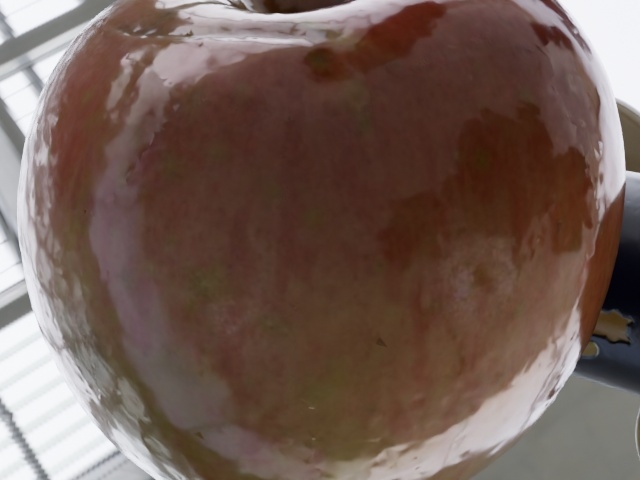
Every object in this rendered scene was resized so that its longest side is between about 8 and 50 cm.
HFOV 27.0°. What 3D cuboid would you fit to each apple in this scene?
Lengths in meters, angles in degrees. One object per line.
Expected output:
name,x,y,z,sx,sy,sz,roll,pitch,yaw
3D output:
apple,0.000,0.000,0.815,0.364,0.364,0.364,3,-96,-26

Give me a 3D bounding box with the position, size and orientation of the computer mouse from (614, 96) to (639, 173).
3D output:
computer mouse,0.324,-0.049,1.411,0.145,0.082,0.236,-44,-113,5

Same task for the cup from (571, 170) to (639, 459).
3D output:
cup,0.276,0.085,0.975,0.178,0.256,0.255,16,-92,-58
